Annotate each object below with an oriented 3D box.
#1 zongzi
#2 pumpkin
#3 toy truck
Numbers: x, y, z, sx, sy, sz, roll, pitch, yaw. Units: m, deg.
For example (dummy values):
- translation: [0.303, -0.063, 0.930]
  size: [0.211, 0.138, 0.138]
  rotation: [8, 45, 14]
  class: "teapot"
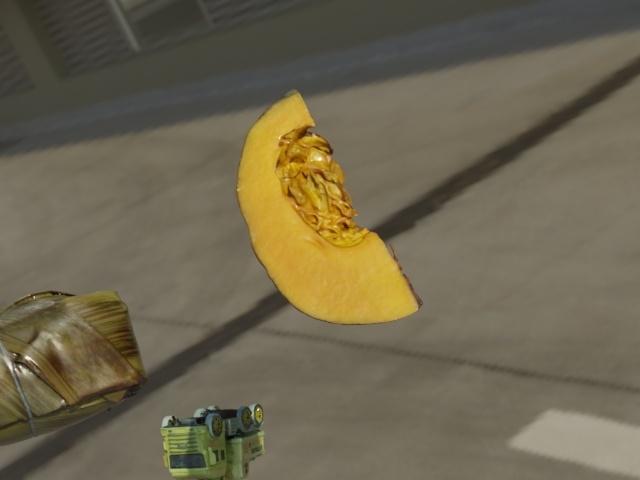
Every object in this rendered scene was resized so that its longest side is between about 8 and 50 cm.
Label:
- translation: [-0.357, 0.154, 1.474]
  size: [0.300, 0.138, 0.286]
  rotation: [-23, 1, -32]
  class: "zongzi"
- translation: [-0.002, 0.004, 1.386]
  size: [0.111, 0.278, 0.163]
  rotation: [-29, -27, -1]
  class: "pumpkin"
- translation: [-0.147, 0.296, 2.070]
  size: [0.085, 0.116, 0.191]
  rotation: [-7, -2, 24]
  class: "toy truck"
